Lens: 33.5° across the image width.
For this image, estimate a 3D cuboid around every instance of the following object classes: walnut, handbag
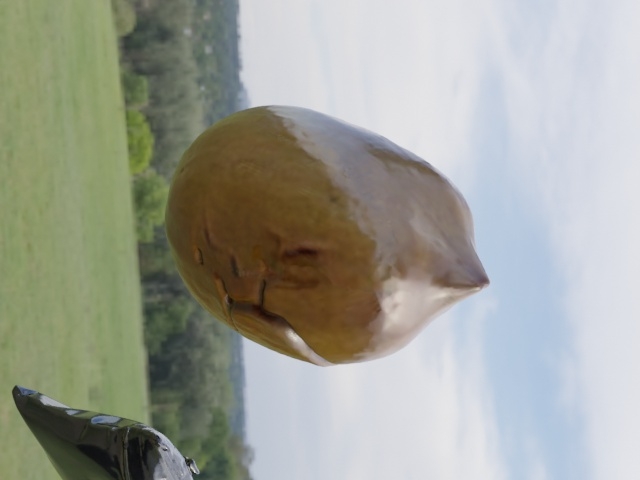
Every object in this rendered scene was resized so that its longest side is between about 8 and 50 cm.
[{"bbox_3d":[0.000,0.000,0.855,0.298,0.203,0.203,18,-62,38],"label":"walnut"},{"bbox_3d":[-0.175,0.249,1.036,0.211,0.088,0.254,8,-45,40],"label":"handbag"}]
